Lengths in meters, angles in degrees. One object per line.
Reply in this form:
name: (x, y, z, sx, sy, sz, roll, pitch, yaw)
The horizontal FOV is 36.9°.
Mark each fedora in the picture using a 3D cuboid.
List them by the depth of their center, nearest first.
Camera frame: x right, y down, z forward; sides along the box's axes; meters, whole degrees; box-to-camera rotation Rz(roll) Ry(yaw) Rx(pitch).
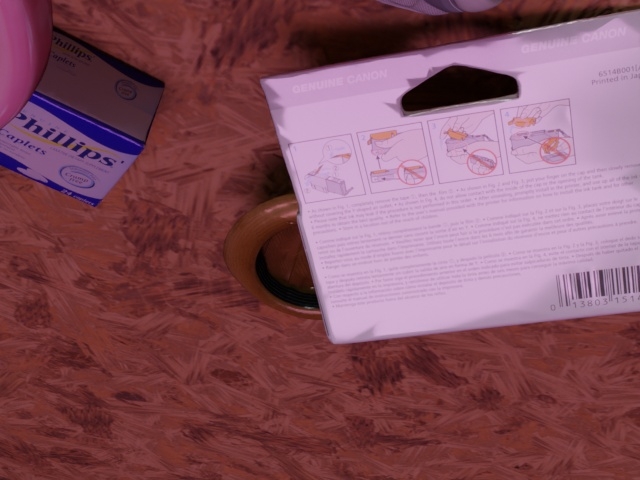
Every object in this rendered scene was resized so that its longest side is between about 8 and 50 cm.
fedora: (0.000, 0.000, 0.937, 0.194, 0.079, 0.194, 6, 140, 5)

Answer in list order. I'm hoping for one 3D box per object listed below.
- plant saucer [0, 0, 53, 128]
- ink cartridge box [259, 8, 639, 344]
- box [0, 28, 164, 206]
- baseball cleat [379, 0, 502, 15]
plant saucer: (-0.275, -0.185, 0.472, 0.332, 0.084, 0.332, 18, 148, 12)
ink cartridge box: (0.126, -0.048, 0.778, 0.296, 0.066, 0.261, -8, 120, 12)
box: (-0.226, -0.108, 0.852, 0.126, 0.072, 0.137, 25, 147, -21)
baseball cleat: (0.037, -0.208, 0.590, 0.109, 0.072, 0.206, -5, 142, 39)
